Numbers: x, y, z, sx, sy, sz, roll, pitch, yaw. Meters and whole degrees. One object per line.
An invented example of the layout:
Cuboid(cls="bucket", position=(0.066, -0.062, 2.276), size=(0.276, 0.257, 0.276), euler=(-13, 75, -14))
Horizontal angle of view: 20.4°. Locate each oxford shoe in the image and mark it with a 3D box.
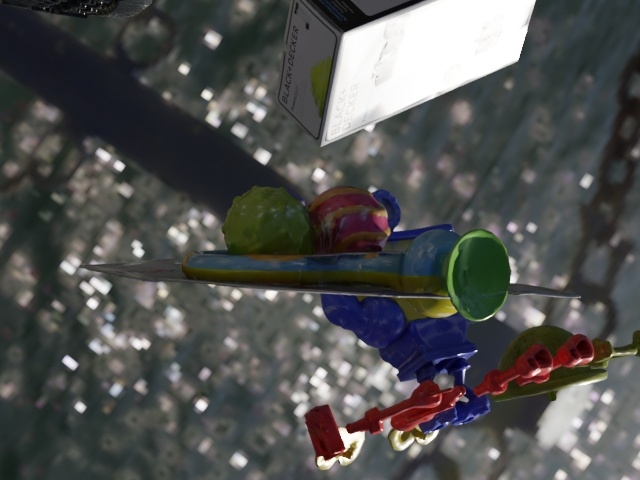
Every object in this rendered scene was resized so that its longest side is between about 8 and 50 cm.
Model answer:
Cuboid(cls="oxford shoe", position=(-0.163, -0.195, 1.164), size=(0.083, 0.227, 0.096), euler=(9, 95, -26))

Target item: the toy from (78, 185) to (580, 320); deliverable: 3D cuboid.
Cuboid(cls="toy", position=(0.000, 0.000, 0.900), size=(0.137, 0.237, 0.056), euler=(1, 95, -41))

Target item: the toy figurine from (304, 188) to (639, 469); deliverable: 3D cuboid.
Cuboid(cls="toy figurine", position=(0.118, 0.043, 1.545), size=(0.362, 0.217, 0.191), euler=(-9, 161, -43))

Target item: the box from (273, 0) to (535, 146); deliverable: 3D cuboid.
Cuboid(cls="box", position=(0.097, -0.230, 1.918), size=(0.290, 0.087, 0.169), euler=(-24, 147, -30))
